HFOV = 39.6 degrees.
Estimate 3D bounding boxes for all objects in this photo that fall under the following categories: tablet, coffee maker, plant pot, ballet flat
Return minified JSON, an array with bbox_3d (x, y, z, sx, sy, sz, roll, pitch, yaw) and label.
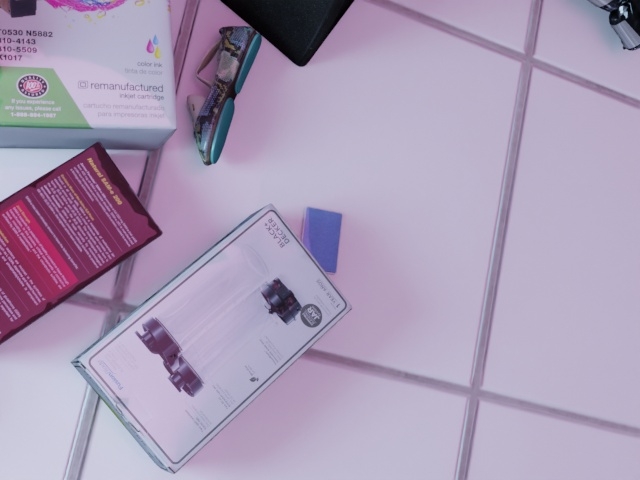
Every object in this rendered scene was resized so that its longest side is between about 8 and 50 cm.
[{"bbox_3d":[0.000,0.000,1.157,0.054,0.006,0.083,11,78,-20],"label":"tablet"},{"bbox_3d":[0.467,-0.394,1.314,0.178,0.171,0.120,39,54,-14],"label":"coffee maker"},{"bbox_3d":[-0.017,-0.366,1.115,0.187,0.167,0.188,38,72,-12],"label":"plant pot"},{"bbox_3d":[-0.131,-0.184,1.107,0.070,0.070,0.188,24,73,-17],"label":"ballet flat"}]

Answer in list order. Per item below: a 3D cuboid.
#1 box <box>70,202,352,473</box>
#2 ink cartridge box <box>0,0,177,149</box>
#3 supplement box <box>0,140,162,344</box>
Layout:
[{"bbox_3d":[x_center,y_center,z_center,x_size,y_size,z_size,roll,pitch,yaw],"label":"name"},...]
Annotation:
[{"bbox_3d":[-0.125,0.110,1.046,0.290,0.087,0.169,-42,99,-22],"label":"box"},{"bbox_3d":[-0.280,-0.251,1.018,0.201,0.117,0.278,-2,83,-22],"label":"ink cartridge box"},{"bbox_3d":[-0.314,0.009,0.992,0.239,0.073,0.130,-36,97,-21],"label":"supplement box"}]
